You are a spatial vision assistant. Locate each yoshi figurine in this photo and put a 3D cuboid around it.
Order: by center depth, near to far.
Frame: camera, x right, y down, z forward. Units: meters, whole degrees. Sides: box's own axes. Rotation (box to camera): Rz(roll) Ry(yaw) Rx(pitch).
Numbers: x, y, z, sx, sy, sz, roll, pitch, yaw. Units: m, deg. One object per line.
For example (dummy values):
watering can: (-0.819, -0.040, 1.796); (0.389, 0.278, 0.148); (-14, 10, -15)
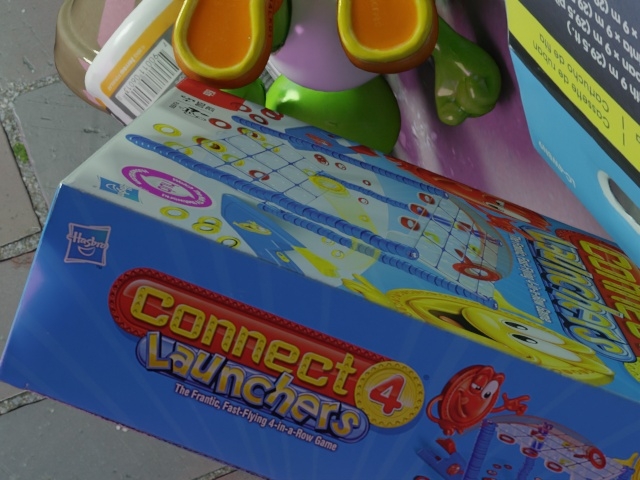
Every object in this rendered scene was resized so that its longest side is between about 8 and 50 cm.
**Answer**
yoshi figurine: (0.009, -0.122, 0.914); (0.203, 0.203, 0.362); (45, -174, 3)

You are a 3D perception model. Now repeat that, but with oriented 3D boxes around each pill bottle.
pill bottle: (-0.077, -0.116, 1.222); (0.278, 0.162, 0.162); (42, 171, -6)

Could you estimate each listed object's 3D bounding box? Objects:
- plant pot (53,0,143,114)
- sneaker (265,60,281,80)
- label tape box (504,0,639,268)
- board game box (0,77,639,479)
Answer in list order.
plant pot: (-0.150, -0.283, 1.373); (0.263, 0.263, 0.229); (-121, 34, -42)
sneaker: (-0.016, -0.212, 1.121); (0.217, 0.121, 0.079); (52, 179, 6)
label tape box: (0.160, -0.109, 0.444); (0.249, 0.115, 0.348); (58, 172, 44)
board game box: (0.036, 0.031, 0.623); (0.308, 0.302, 0.086); (-80, 11, -75)
